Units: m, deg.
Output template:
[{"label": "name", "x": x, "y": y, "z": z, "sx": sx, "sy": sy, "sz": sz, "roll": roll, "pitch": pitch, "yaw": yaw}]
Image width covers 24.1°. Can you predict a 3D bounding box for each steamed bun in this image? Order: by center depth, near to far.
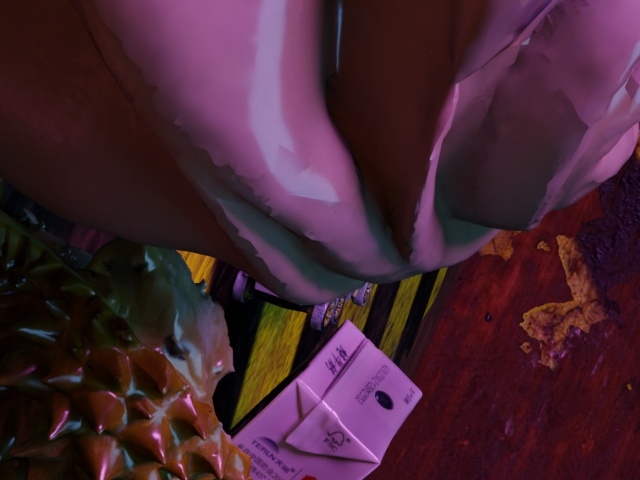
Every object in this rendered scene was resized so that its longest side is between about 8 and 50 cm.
[{"label": "steamed bun", "x": 0.030, "y": -0.127, "z": 0.552, "sx": 0.368, "sy": 0.255, "sz": 0.342, "roll": -42, "pitch": 160, "yaw": -2}]

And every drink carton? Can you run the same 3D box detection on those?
[{"label": "drink carton", "x": -0.030, "y": 0.186, "z": 1.260, "sx": 0.222, "sy": 0.102, "sz": 0.134, "roll": -45, "pitch": 178, "yaw": 27}]

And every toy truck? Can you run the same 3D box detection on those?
[{"label": "toy truck", "x": 0.000, "y": 0.000, "z": 1.268, "sx": 0.191, "sy": 0.085, "sz": 0.116, "roll": -23, "pitch": 133, "yaw": -72}]

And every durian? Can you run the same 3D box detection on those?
[{"label": "durian", "x": -0.116, "y": 0.066, "z": 0.704, "sx": 0.306, "sy": 0.172, "sz": 0.166, "roll": 70, "pitch": 20, "yaw": -63}]
